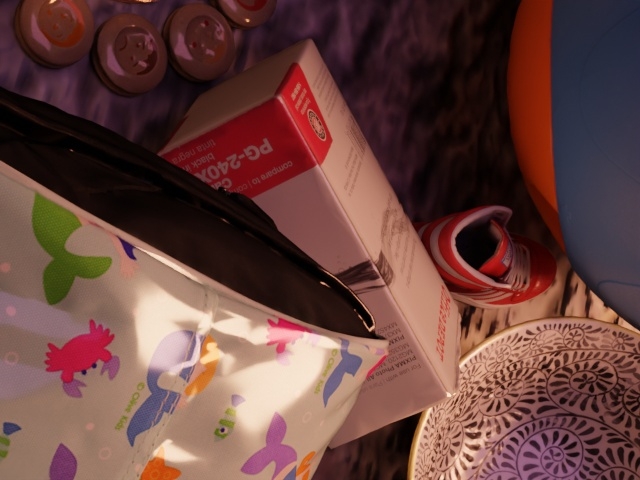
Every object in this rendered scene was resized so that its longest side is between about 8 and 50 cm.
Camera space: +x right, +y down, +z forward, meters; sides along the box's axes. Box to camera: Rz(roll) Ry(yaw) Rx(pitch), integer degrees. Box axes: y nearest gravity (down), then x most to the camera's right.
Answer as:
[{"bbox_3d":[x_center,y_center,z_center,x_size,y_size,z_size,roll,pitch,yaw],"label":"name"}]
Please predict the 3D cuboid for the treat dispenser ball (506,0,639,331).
[{"bbox_3d":[0.236,-0.076,0.824,0.288,0.288,0.288,7,78,-37],"label":"treat dispenser ball"}]

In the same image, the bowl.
[{"bbox_3d":[0.113,0.127,0.810,0.170,0.080,0.170,4,73,-13],"label":"bowl"}]

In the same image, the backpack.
[{"bbox_3d":[-0.113,0.037,0.573,0.253,0.225,0.191,18,92,-40],"label":"backpack"}]

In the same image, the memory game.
[{"bbox_3d":[-0.088,-0.155,0.757,0.186,0.012,0.186,8,77,-38],"label":"memory game"}]

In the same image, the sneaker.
[{"bbox_3d":[0.089,0.009,0.834,0.118,0.067,0.042,5,80,-38],"label":"sneaker"}]

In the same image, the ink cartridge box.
[{"bbox_3d":[0.000,0.000,0.736,0.150,0.063,0.109,61,14,-13],"label":"ink cartridge box"}]
